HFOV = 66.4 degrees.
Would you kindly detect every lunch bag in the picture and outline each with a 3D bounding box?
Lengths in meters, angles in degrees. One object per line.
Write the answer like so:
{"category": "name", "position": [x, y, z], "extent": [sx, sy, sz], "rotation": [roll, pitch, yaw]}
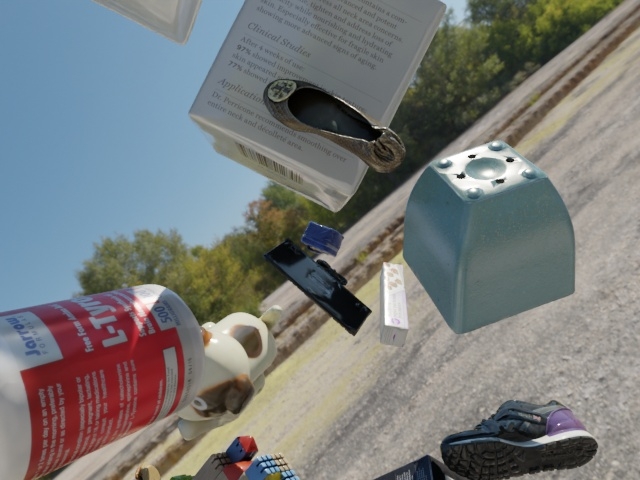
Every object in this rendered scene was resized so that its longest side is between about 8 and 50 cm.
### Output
{"category": "lunch bag", "position": [0.000, 0.000, 1.195], "extent": [0.067, 0.098, 0.065], "rotation": [36, -103, -58]}

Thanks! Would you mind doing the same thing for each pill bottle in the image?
{"category": "pill bottle", "position": [-0.386, 0.203, 0.694], "extent": [0.229, 0.229, 0.408], "rotation": [-38, -16, 31]}

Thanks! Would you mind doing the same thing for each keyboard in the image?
{"category": "keyboard", "position": [0.000, 0.067, 0.762], "extent": [0.023, 0.180, 0.108], "rotation": [-52, -7, 30]}

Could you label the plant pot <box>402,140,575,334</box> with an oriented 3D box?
{"category": "plant pot", "position": [0.301, -0.030, 0.899], "extent": [0.247, 0.252, 0.247], "rotation": [-18, 40, -6]}

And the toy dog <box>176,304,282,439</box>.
{"category": "toy dog", "position": [-0.252, 0.338, 1.269], "extent": [0.395, 0.284, 0.408], "rotation": [-33, -5, 0]}

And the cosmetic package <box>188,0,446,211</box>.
{"category": "cosmetic package", "position": [-0.008, -0.311, 1.002], "extent": [0.393, 0.329, 0.327], "rotation": [-63, 1, -3]}

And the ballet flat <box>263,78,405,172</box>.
{"category": "ballet flat", "position": [0.016, -0.182, 0.727], "extent": [0.084, 0.250, 0.058], "rotation": [-52, -17, -10]}

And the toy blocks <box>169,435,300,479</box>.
{"category": "toy blocks", "position": [-0.154, 0.606, 1.118], "extent": [0.261, 0.381, 0.191], "rotation": [-53, -34, 8]}

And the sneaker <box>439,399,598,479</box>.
{"category": "sneaker", "position": [0.356, 0.370, 0.931], "extent": [0.283, 0.107, 0.124], "rotation": [-2, 27, -5]}

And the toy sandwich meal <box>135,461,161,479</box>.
{"category": "toy sandwich meal", "position": [-0.433, 0.604, 1.231], "extent": [0.029, 0.085, 0.085], "rotation": [-25, 2, 2]}

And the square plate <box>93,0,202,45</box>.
{"category": "square plate", "position": [-0.384, -0.647, 1.013], "extent": [0.344, 0.347, 0.049], "rotation": [-60, 23, 22]}

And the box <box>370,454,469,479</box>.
{"category": "box", "position": [0.181, 0.519, 0.933], "extent": [0.207, 0.153, 0.108], "rotation": [-41, 26, 28]}

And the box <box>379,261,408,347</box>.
{"category": "box", "position": [0.204, 0.171, 1.384], "extent": [0.324, 0.063, 0.067], "rotation": [-77, -3, -63]}
